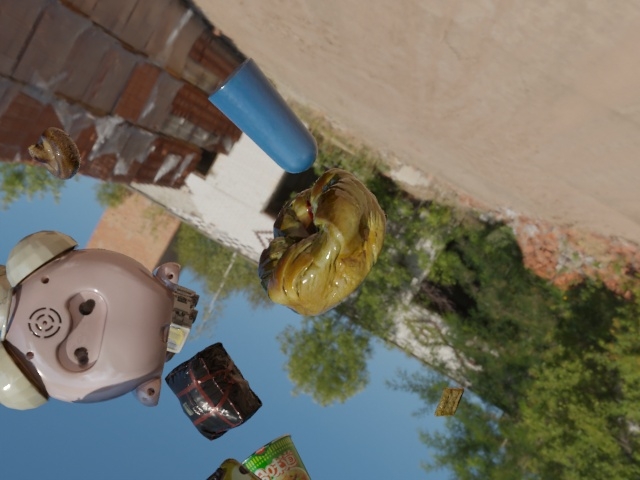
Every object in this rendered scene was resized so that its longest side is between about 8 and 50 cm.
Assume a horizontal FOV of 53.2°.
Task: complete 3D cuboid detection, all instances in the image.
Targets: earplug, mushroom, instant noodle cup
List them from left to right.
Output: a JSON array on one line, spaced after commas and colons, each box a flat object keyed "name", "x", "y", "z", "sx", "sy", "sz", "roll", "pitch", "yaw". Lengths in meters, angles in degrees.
[{"name": "mushroom", "x": -0.570, "y": -0.190, "z": 1.385, "sx": 0.109, "sy": 0.085, "sz": 0.126, "roll": 35, "pitch": 150, "yaw": -27}, {"name": "earplug", "x": -0.113, "y": -0.266, "z": 1.452, "sx": 0.273, "sy": 0.132, "sz": 0.132, "roll": 47, "pitch": 178, "yaw": -19}, {"name": "instant noodle cup", "x": -0.110, "y": 0.722, "z": 1.866, "sx": 0.232, "sy": 0.207, "sz": 0.207, "roll": 53, "pitch": -166, "yaw": 23}]

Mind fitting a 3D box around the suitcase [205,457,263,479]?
[{"name": "suitcase", "x": -0.178, "y": 0.626, "z": 1.423, "sx": 0.235, "sy": 0.194, "sz": 0.143, "roll": 29, "pitch": 152, "yaw": 28}]

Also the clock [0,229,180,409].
[{"name": "clock", "x": -0.459, "y": 0.164, "z": 1.248, "sx": 0.326, "sy": 0.342, "sz": 0.184, "roll": 10, "pitch": 163, "yaw": -14}]

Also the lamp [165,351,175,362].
[{"name": "lamp", "x": -0.624, "y": 0.336, "z": 2.251, "sx": 0.258, "sy": 0.180, "sz": 0.180, "roll": 46, "pitch": 176, "yaw": -26}]

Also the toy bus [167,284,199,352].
[{"name": "toy bus", "x": -0.375, "y": 0.195, "z": 1.659, "sx": 0.092, "sy": 0.106, "sz": 0.268, "roll": 22, "pitch": -170, "yaw": -14}]

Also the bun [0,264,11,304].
[{"name": "bun", "x": -0.967, "y": 0.129, "z": 1.903, "sx": 0.173, "sy": 0.119, "sz": 0.173, "roll": 10, "pitch": 178, "yaw": 0}]

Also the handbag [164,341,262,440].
[{"name": "handbag", "x": -0.266, "y": 0.377, "z": 1.602, "sx": 0.215, "sy": 0.169, "sz": 0.155, "roll": 53, "pitch": -148, "yaw": 4}]

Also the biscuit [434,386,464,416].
[{"name": "biscuit", "x": 0.334, "y": 0.418, "z": 1.655, "sx": 0.081, "sy": 0.083, "sz": 0.018, "roll": 9, "pitch": -167, "yaw": -42}]

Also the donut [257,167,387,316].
[{"name": "donut", "x": 0.000, "y": 0.000, "z": 1.442, "sx": 0.170, "sy": 0.360, "sz": 0.360, "roll": 33, "pitch": -178, "yaw": -25}]
